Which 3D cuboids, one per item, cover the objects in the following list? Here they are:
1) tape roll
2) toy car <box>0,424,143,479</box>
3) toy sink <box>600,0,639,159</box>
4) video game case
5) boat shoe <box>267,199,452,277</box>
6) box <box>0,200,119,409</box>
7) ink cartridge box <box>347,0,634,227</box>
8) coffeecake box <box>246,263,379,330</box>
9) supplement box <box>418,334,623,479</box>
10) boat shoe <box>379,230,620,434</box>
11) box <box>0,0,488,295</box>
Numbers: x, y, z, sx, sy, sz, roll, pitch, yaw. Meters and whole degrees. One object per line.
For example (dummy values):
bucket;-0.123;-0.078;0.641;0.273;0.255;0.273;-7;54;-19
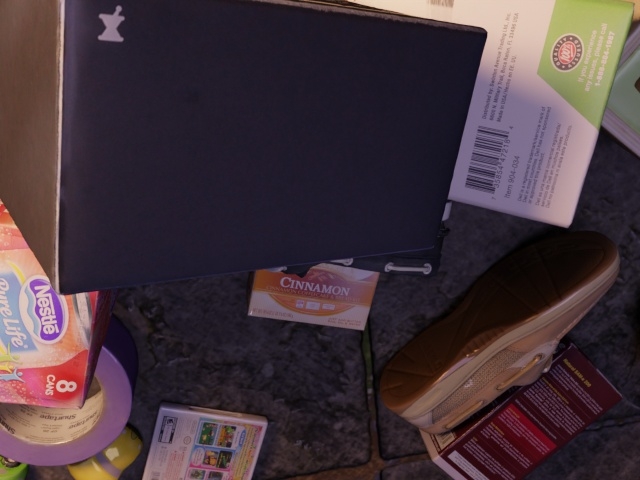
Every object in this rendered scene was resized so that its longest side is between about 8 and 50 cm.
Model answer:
tape roll;-0.314;0.164;0.803;0.188;0.080;0.189;-3;113;-8
toy car;-0.366;0.322;0.872;0.224;0.053;0.239;19;107;-16
toy sink;0.374;-0.213;0.718;0.152;0.131;0.234;32;110;-20
video game case;-0.158;0.294;0.913;0.143;0.019;0.157;12;109;-14
boat shoe;-0.014;-0.005;0.689;0.302;0.114;0.091;2;105;-7
box;-0.254;0.002;0.626;0.142;0.300;0.154;10;109;-13
ink cartridge box;0.134;-0.149;0.667;0.272;0.115;0.199;16;111;18
coffeecake box;0.000;0.000;0.792;0.142;0.068;0.186;9;110;-11
supplement box;0.268;0.235;0.926;0.239;0.073;0.130;-42;113;10
boat shoe;0.233;0.120;0.857;0.341;0.122;0.110;-40;117;19
box;-0.093;-0.111;0.526;0.296;0.294;0.183;-6;115;-34
